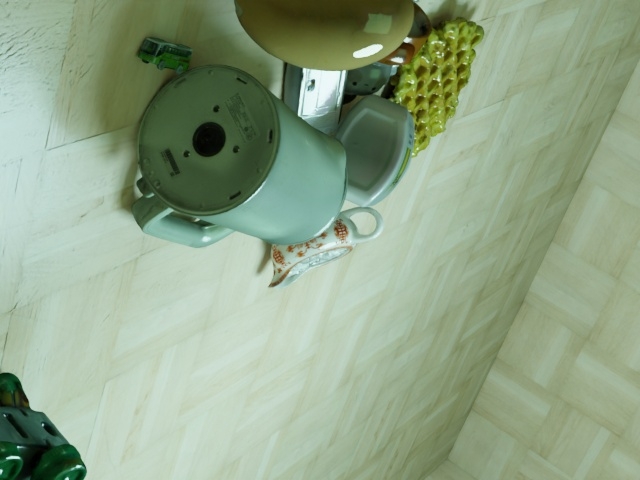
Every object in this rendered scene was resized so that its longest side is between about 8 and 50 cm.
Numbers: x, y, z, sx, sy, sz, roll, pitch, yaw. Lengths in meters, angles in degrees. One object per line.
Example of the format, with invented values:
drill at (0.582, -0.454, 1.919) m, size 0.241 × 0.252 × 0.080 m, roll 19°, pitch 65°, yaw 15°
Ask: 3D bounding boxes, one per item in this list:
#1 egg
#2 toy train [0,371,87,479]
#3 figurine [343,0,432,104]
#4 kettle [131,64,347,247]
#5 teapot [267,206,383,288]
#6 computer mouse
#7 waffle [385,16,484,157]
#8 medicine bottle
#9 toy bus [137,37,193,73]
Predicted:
egg at (0.007, -0.324, 1.573) m, size 0.201 × 0.244 × 0.201 m, roll 22°, pitch 90°, yaw -78°
toy train at (-0.475, 0.311, 1.519) m, size 0.249 × 0.178 × 0.429 m, roll -48°, pitch 158°, yaw 4°
figurine at (0.081, -0.317, 1.893) m, size 0.143 × 0.143 × 0.271 m, roll -37°, pitch 179°, yaw -40°
kettle at (-0.115, -0.086, 1.682) m, size 0.265 × 0.205 × 0.318 m, roll -61°, pitch 161°, yaw 3°
teapot at (0.000, 0.000, 2.108) m, size 0.245 × 0.116 × 0.159 m, roll -24°, pitch 155°, yaw 28°
computer mouse at (-0.005, -0.241, 1.851) m, size 0.102 × 0.045 × 0.199 m, roll -11°, pitch 139°, yaw -16°
waffle at (0.206, -0.287, 2.263) m, size 0.307 × 0.060 × 0.312 m, roll -27°, pitch 142°, yaw -50°
medicine bottle at (0.092, -0.150, 2.024) m, size 0.324 × 0.124 × 0.179 m, roll -24°, pitch 136°, yaw -84°
toy bus at (-0.199, -0.238, 1.519) m, size 0.083 × 0.031 × 0.037 m, roll 0°, pitch 114°, yaw -64°
